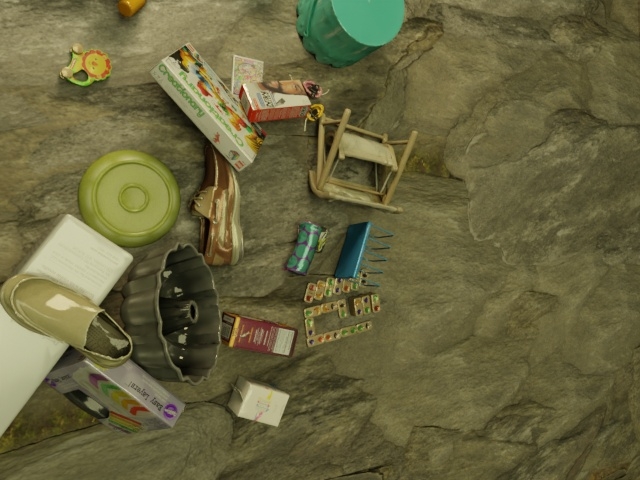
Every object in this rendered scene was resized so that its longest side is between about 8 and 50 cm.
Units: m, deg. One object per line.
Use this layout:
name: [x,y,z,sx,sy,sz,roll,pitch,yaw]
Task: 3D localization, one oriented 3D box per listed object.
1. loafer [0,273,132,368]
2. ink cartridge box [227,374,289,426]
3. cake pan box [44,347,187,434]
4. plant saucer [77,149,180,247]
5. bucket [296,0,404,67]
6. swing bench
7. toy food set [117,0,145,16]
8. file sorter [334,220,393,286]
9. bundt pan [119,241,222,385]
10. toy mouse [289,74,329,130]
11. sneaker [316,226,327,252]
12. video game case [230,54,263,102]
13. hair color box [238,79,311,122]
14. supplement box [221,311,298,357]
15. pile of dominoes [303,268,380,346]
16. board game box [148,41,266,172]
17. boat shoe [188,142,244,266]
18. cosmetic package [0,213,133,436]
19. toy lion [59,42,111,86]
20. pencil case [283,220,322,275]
loafer: [-0.454,0.147,0.961,0.268,0.092,0.101,42,50,-31]
ink cartridge box: [-0.177,0.431,1.399,0.143,0.092,0.089,25,80,-26]
cake pan box: [-0.467,0.333,1.148,0.245,0.267,0.070,51,43,-21]
plant saucer: [-0.456,-0.102,1.254,0.241,0.037,0.240,-2,93,-29]
bucket: [0.087,-0.644,1.455,0.281,0.183,0.280,-1,92,-29]
swing bench: [0.116,-0.220,1.504,0.254,0.165,0.254,10,92,-30]
toy food set: [-0.499,-0.635,1.178,0.232,0.111,0.104,34,44,-16]
file sorter: [0.133,0.044,1.533,0.105,0.118,0.170,21,78,-23]
bundt pan: [-0.348,0.174,1.192,0.124,0.331,0.330,-10,98,10]
toy mouse: [-0.048,-0.409,1.473,0.143,0.031,0.161,48,66,-13]
sneaker: [0.000,0.000,1.521,0.035,0.031,0.083,71,35,-59]
video game case: [-0.199,-0.433,1.401,0.087,0.011,0.121,3,91,-30]
hair color box: [-0.121,-0.371,1.369,0.167,0.053,0.093,-13,66,-27]
supplement box: [-0.169,0.254,1.390,0.188,0.104,0.080,17,83,-29]
pile of dominoes: [0.065,0.202,1.557,0.251,0.040,0.195,-11,97,-29]
board game box: [-0.265,-0.331,1.279,0.305,0.053,0.193,48,25,-22]
boat shoe: [-0.271,-0.089,1.314,0.117,0.123,0.324,-7,94,-27]
cosmetic package: [-0.607,0.169,1.070,0.161,0.230,0.453,40,74,-25]
toy lion: [-0.541,-0.403,1.201,0.096,0.034,0.100,25,80,-35]
pencil case: [-0.050,0.024,1.471,0.070,0.064,0.151,17,83,10]
